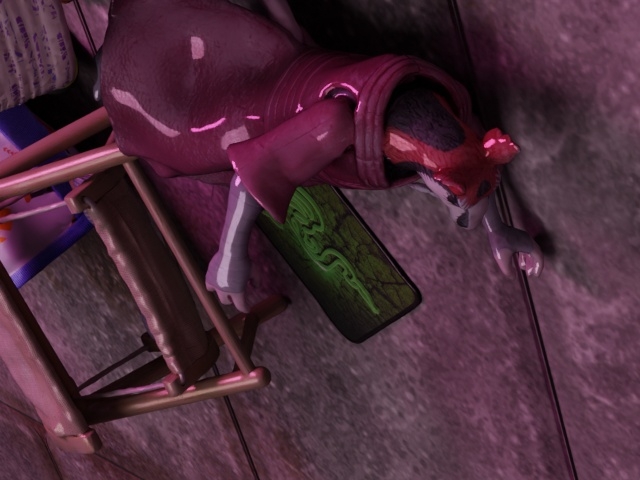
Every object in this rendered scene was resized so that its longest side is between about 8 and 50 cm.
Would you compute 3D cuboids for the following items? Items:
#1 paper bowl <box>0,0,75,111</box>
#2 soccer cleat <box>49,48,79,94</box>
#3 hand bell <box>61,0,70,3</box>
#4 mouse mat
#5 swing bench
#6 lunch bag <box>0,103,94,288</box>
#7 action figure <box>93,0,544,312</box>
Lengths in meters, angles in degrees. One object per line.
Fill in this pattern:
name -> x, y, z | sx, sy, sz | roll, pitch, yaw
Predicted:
paper bowl -> -0.301, -0.224, 1.360 | 0.284, 0.148, 0.284 | 158, 90, -77
soccer cleat -> -0.282, -0.185, 1.730 | 0.179, 0.060, 0.072 | 41, 160, 32
hand bell -> -0.205, -0.248, 1.525 | 0.126, 0.126, 0.242 | 51, 164, 2
mouse mat -> 0.000, 0.000, 1.575 | 0.189, 0.007, 0.152 | 52, 151, 1
swing bench -> -0.201, 0.034, 1.614 | 0.255, 0.165, 0.253 | -22, 111, 15
lunch bag -> -0.405, -0.085, 1.822 | 0.328, 0.239, 0.385 | 49, 148, -12
action figure -> 0.016, -0.097, 1.310 | 0.370, 0.248, 0.275 | 10, 105, 52
